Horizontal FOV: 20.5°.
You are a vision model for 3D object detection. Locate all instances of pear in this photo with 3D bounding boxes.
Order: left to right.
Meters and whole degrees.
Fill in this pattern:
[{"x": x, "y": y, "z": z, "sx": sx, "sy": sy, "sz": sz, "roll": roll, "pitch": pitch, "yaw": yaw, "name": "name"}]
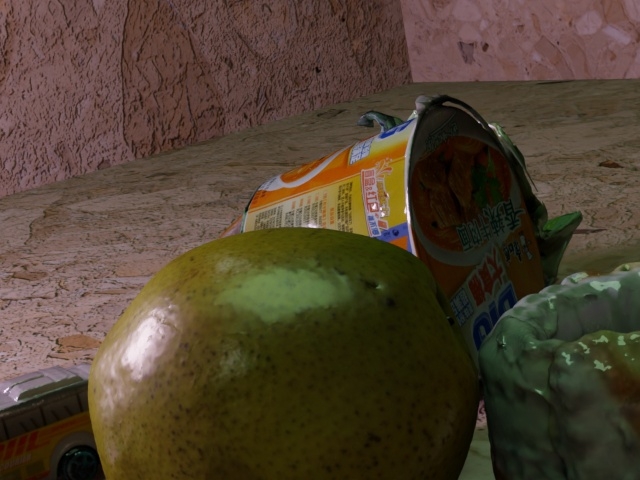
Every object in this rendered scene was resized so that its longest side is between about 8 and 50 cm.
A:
[{"x": -0.019, "y": 0.118, "z": 1.324, "sx": 0.294, "sy": 0.294, "sz": 0.294, "roll": -9, "pitch": 12, "yaw": 2, "name": "pear"}]

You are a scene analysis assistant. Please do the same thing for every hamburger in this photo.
[{"x": 0.182, "y": -0.056, "z": 2.014, "sx": 0.150, "sy": 0.260, "sz": 0.276, "roll": -38, "pitch": -20, "yaw": 10, "name": "hamburger"}]

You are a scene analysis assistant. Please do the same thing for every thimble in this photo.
[{"x": 0.256, "y": 0.119, "z": 1.373, "sx": 0.254, "sy": 0.167, "sz": 0.288, "roll": -3, "pitch": 13, "yaw": 36, "name": "thimble"}]

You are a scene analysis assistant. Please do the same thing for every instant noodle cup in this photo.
[{"x": 0.068, "y": 0.025, "z": 1.765, "sx": 0.214, "sy": 0.296, "sz": 0.296, "roll": -15, "pitch": 8, "yaw": 28, "name": "instant noodle cup"}]

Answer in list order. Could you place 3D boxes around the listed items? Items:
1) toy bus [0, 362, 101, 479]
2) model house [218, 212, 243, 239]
[{"x": -0.300, "y": 0.190, "z": 1.637, "sx": 0.268, "sy": 0.106, "sz": 0.092, "roll": -16, "pitch": 15, "yaw": -28, "name": "toy bus"}, {"x": -0.001, "y": 0.000, "z": 2.105, "sx": 0.219, "sy": 0.199, "sz": 0.229, "roll": 11, "pitch": 24, "yaw": 27, "name": "model house"}]
